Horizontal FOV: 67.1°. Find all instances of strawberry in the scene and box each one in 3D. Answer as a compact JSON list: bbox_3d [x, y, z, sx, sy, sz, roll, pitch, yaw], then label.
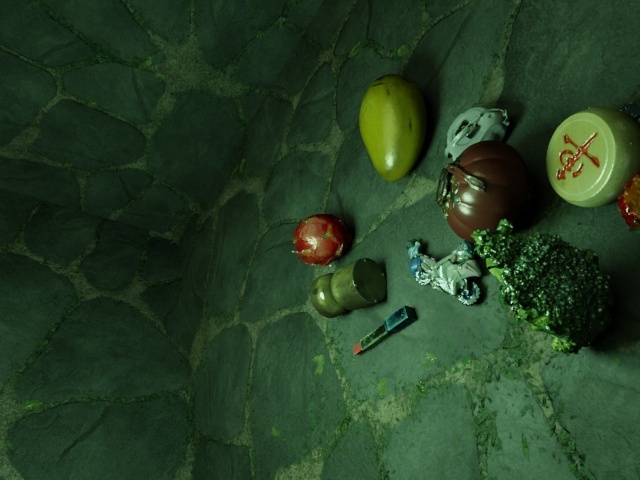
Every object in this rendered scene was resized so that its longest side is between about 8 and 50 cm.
[{"bbox_3d":[0.796,-0.094,1.098,0.190,0.111,0.237,26,80,28],"label":"strawberry"}]

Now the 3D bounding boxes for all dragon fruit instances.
[{"bbox_3d":[0.007,-0.007,2.075,0.241,0.252,0.241,11,-90,-86],"label":"dragon fruit"}]

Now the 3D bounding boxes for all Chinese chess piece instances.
[{"bbox_3d":[0.690,-0.209,1.226,0.251,0.097,0.251,177,90,-75],"label":"Chinese chess piece"}]

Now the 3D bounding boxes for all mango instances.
[{"bbox_3d":[0.280,-0.445,1.910,0.301,0.220,0.446,-15,66,49],"label":"mango"}]

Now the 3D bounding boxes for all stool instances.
[{"bbox_3d":[0.107,0.189,1.882,0.264,0.179,0.179,-28,52,47],"label":"stool"}]

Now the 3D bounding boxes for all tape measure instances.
[{"bbox_3d":[0.513,-0.349,1.618,0.236,0.120,0.197,-57,34,13],"label":"tape measure"}]

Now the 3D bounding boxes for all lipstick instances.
[{"bbox_3d":[0.223,0.336,1.760,0.312,0.051,0.051,-45,43,37],"label":"lipstick"}]

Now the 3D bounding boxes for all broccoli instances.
[{"bbox_3d":[0.559,0.121,1.230,0.274,0.397,0.353,-23,71,5],"label":"broccoli"}]

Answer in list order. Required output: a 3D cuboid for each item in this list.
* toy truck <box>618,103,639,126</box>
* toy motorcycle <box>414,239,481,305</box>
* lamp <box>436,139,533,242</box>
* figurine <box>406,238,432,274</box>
[{"bbox_3d":[0.798,-0.253,1.196,0.088,0.074,0.202,-40,44,31],"label":"toy truck"},{"bbox_3d":[0.425,0.079,1.547,0.239,0.108,0.204,22,97,28],"label":"toy motorcycle"},{"bbox_3d":[0.480,-0.142,1.423,0.303,0.256,0.304,9,-90,-86],"label":"lamp"},{"bbox_3d":[0.342,0.059,1.703,0.086,0.087,0.149,87,168,-45],"label":"figurine"}]
